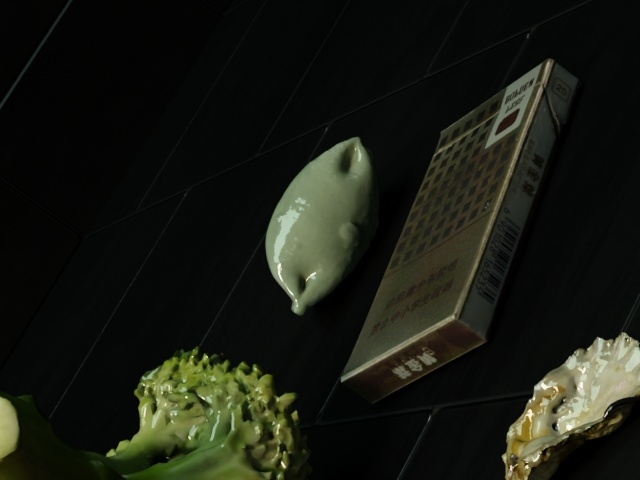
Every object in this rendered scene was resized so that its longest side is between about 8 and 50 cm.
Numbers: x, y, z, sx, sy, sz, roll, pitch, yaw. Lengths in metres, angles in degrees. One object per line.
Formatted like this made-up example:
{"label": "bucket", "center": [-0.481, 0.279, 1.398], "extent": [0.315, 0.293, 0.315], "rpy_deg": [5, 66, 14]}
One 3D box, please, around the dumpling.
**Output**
{"label": "dumpling", "center": [0.009, -0.001, 2.096], "extent": [0.105, 0.149, 0.217], "rpy_deg": [6, 60, 27]}

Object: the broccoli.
{"label": "broccoli", "center": [-0.158, 0.204, 1.633], "extent": [0.275, 0.397, 0.353], "rpy_deg": [-19, 25, 21]}

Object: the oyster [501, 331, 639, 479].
{"label": "oyster", "center": [0.181, 0.125, 1.407], "extent": [0.146, 0.045, 0.121], "rpy_deg": [-54, 11, -29]}

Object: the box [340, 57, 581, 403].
{"label": "box", "center": [0.132, -0.011, 1.822], "extent": [0.180, 0.047, 0.325], "rpy_deg": [-34, 25, 49]}
